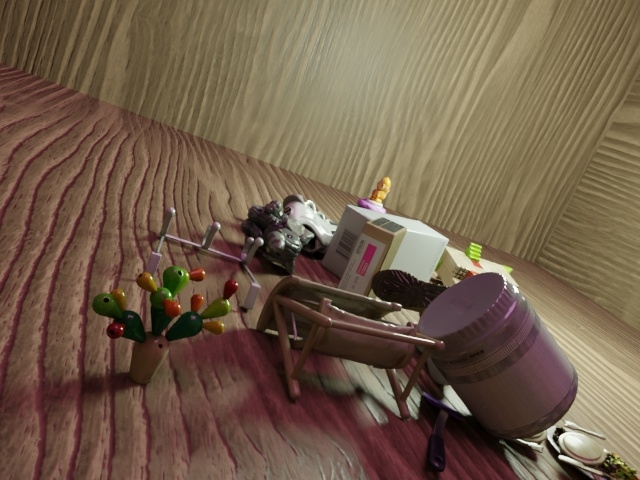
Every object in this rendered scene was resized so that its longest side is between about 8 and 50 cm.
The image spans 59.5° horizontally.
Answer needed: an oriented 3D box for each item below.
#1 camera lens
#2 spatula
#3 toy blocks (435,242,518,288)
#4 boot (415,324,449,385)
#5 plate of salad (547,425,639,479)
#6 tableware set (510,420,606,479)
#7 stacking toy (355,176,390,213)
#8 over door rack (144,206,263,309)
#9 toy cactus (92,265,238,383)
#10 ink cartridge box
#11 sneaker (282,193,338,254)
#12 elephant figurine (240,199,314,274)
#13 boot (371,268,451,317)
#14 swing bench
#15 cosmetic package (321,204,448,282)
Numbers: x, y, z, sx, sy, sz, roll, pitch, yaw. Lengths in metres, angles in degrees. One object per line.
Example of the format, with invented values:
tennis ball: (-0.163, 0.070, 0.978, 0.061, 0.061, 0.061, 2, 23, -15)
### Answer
camera lens: (0.348, 0.228, 1.100, 0.274, 0.219, 0.219, 53, 10, -10)
spatula: (0.217, 0.342, 1.012, 0.084, 0.030, 0.296, 28, 14, 9)
toy blocks: (0.596, 0.165, 2.077, 0.381, 0.191, 0.261, 17, 27, -21)
boot: (0.313, 0.266, 1.313, 0.123, 0.095, 0.258, 15, 14, -8)
plate of salad: (0.571, 0.447, 1.168, 0.199, 0.048, 0.200, 22, 14, -6)
tableware set: (0.464, 0.407, 1.124, 0.194, 0.039, 0.128, 16, 24, 25)
stacking toy: (0.169, -0.086, 1.973, 0.165, 0.302, 0.175, 24, 14, 1)
over door rack: (-0.255, 0.020, 1.284, 0.239, 0.108, 0.324, 19, 15, -15)
toy cactus: (-0.219, 0.123, 0.793, 0.112, 0.181, 0.219, 31, 16, 29)
ink cartridge box: (0.136, 0.062, 1.503, 0.088, 0.235, 0.193, 27, 13, 15)
sneaker: (0.000, 0.000, 1.798, 0.330, 0.122, 0.146, 33, 42, -31)
elephant figurine: (-0.103, 0.008, 1.507, 0.185, 0.170, 0.239, -17, 35, -29)
boot: (0.263, 0.177, 1.452, 0.236, 0.089, 0.269, 18, -16, 22)
swing bench: (0.045, 0.180, 1.058, 0.253, 0.165, 0.255, 16, 15, -26)
cosmetic package: (0.213, 0.034, 1.788, 0.384, 0.217, 0.156, 8, 20, -43)
